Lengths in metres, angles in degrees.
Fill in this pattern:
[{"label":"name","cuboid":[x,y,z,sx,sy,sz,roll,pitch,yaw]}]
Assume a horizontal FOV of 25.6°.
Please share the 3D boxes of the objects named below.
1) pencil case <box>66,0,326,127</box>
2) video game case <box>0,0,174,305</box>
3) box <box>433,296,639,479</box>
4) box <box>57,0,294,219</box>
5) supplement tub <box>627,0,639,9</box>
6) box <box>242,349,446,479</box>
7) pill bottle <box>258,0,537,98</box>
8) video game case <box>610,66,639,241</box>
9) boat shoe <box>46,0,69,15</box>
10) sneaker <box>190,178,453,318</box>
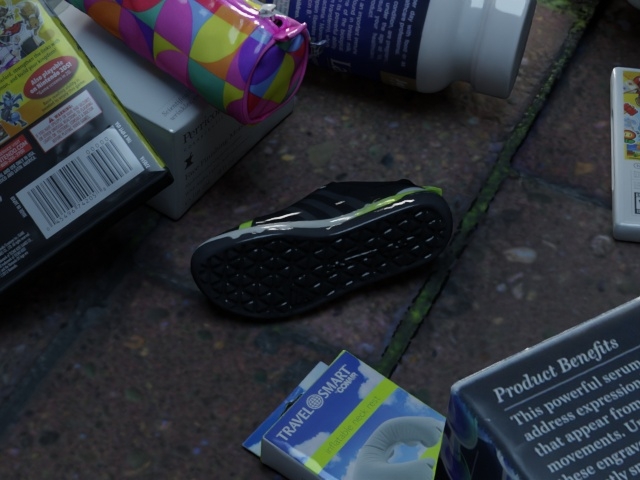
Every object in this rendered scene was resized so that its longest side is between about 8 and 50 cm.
[{"label":"pencil case","cuboid":[-0.112,-0.191,1.179,0.236,0.104,0.104,33,57,22]},{"label":"video game case","cuboid":[-0.301,-0.068,1.165,0.275,0.035,0.248,-36,77,-4]},{"label":"box","cuboid":[0.250,0.268,0.841,0.212,0.293,0.395,-22,54,-19]},{"label":"box","cuboid":[-0.145,-0.147,1.281,0.182,0.119,0.181,30,56,21]},{"label":"supplement tub","cuboid":[0.422,-0.335,1.378,0.331,0.241,0.241,5,51,1]},{"label":"box","cuboid":[0.040,0.163,1.083,0.178,0.042,0.109,32,56,21]},{"label":"pill bottle","cuboid":[0.066,-0.226,1.332,0.265,0.153,0.153,16,52,11]},{"label":"video game case","cuboid":[0.383,-0.073,1.301,0.227,0.026,0.206,6,51,4]},{"label":"boat shoe","cuboid":[-0.307,-0.157,1.300,0.118,0.103,0.320,20,53,30]},{"label":"sneaker","cuboid":[0.000,0.000,1.209,0.235,0.084,0.097,-12,28,-13]}]
